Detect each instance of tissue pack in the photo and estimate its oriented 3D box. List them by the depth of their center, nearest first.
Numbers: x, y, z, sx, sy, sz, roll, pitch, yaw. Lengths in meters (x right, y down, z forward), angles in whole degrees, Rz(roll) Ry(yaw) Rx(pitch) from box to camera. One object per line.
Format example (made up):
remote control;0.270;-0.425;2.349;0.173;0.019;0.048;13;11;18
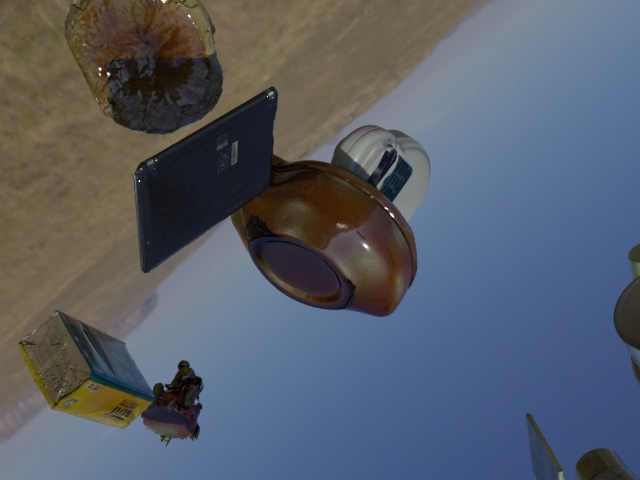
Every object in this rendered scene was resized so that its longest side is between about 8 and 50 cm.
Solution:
tissue pack;-0.310;0.179;1.065;0.082;0.120;0.169;-40;153;-1

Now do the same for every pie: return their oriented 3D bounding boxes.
pie;-0.194;-0.211;0.898;0.195;0.195;0.046;-36;-161;34

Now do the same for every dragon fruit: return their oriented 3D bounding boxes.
dragon fruit;-0.288;0.337;1.627;0.142;0.138;0.175;-2;-120;56

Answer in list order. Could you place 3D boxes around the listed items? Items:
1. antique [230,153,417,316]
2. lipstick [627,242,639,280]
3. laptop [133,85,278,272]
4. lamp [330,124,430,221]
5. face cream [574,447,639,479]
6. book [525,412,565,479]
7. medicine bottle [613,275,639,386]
antique;0.000;0.000;1.090;0.129;0.278;0.223;-53;176;-35
lipstick;0.452;0.148;1.000;0.076;0.304;0.076;-17;-162;6
laptop;-0.104;-0.058;0.748;0.180;0.016;0.129;-39;149;-38
lamp;0.079;-0.098;1.236;0.180;0.108;0.246;-57;151;-3
face cream;0.406;0.366;1.033;0.114;0.070;0.224;-53;-163;17
book;0.462;0.474;1.617;0.013;0.168;0.192;-12;-157;0
medicine bottle;0.238;0.078;0.489;0.080;0.130;0.080;-29;-146;22
